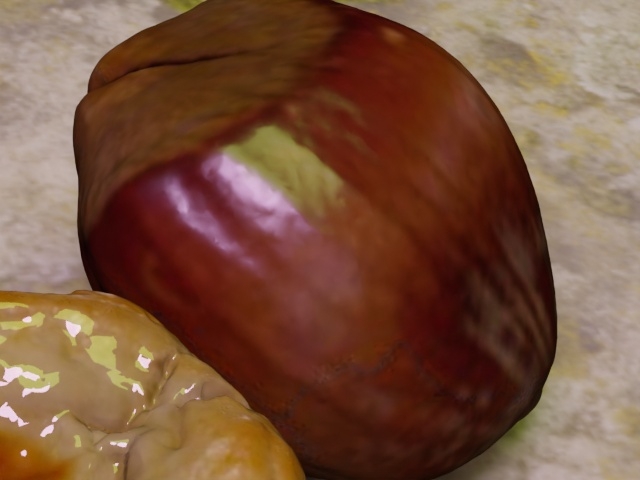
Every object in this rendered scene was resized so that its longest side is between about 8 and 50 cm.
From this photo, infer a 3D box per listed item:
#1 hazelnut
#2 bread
[{"bbox_3d":[-0.002,0.002,0.765,0.181,0.181,0.212,-6,31,20],"label":"hazelnut"},{"bbox_3d":[-0.098,0.114,0.603,0.244,0.134,0.244,8,37,-6],"label":"bread"}]
